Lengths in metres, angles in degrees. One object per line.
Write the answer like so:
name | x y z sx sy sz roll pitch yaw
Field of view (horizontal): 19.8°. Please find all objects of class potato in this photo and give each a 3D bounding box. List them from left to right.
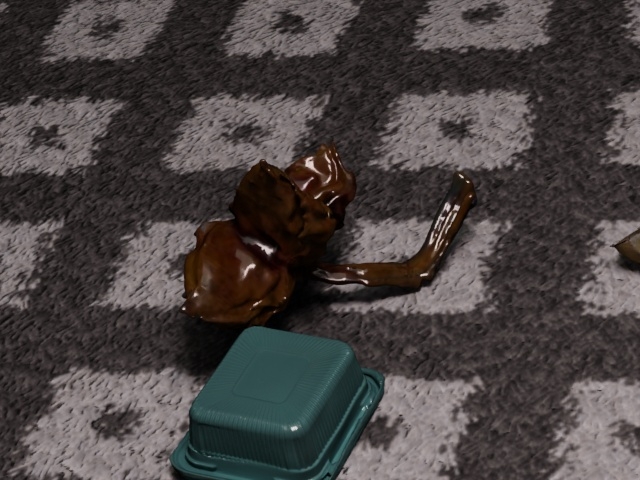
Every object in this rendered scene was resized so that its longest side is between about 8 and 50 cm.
potato | 0.317 0.006 1.798 0.037 0.036 0.093 -31 -3 39

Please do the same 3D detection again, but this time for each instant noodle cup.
instant noodle cup | -0.040 0.147 1.668 0.157 0.070 0.179 8 38 23

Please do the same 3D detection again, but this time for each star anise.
star anise | -0.002 -0.009 1.785 0.346 0.237 0.148 -15 62 -25
